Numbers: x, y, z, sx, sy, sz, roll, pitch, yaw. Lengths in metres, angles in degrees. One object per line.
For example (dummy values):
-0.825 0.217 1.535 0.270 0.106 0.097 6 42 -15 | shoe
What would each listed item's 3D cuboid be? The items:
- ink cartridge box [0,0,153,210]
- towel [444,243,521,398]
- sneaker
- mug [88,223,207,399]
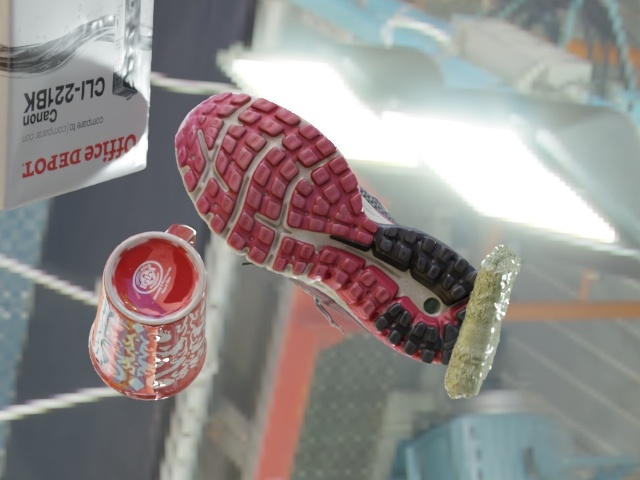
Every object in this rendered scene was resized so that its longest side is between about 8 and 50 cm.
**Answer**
-0.222 -0.174 1.396 0.114 0.197 0.273 12 -73 25 | ink cartridge box
0.123 0.059 1.370 0.027 0.148 0.110 17 -84 9 | towel
0.000 0.000 1.513 0.121 0.299 0.112 -50 -172 -9 | sneaker
-0.159 0.050 1.706 0.169 0.113 0.150 106 -25 -66 | mug
